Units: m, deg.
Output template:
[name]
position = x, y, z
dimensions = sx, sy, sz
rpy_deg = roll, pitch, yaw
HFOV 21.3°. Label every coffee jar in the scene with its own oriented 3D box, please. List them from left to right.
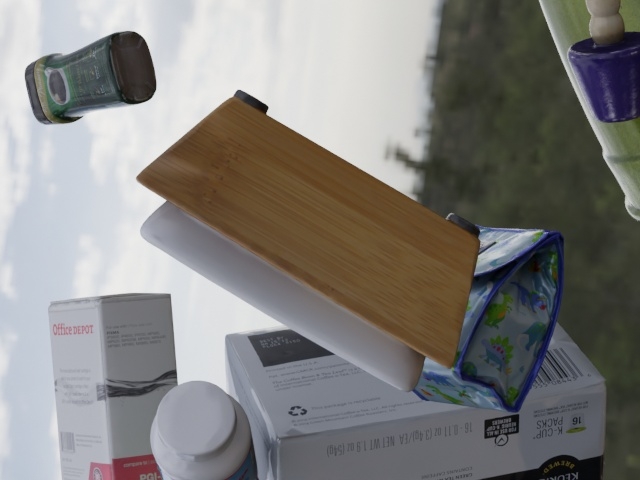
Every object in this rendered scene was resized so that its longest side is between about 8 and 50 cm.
[coffee jar]
position = -0.301, -0.207, 2.206
dimensions = 0.079, 0.184, 0.096
rpy_deg = -17, -85, -50

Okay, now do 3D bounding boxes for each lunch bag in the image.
[lunch bag]
position = 0.127, 0.055, 1.405
dimensions = 0.129, 0.096, 0.151
rpy_deg = 3, 61, 56

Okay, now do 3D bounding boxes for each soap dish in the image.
[soap dish]
position = 0.000, 0.000, 1.190
dimensions = 0.118, 0.229, 0.291
rpy_deg = -60, -2, 1

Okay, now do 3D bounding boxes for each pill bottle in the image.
[pill bottle]
position = -0.101, 0.179, 1.475
dimensions = 0.160, 0.087, 0.087
rpy_deg = 86, -167, -65

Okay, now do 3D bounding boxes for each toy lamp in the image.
[toy lamp]
position = 0.238, -0.236, 1.448
dimensions = 0.080, 0.080, 0.274
rpy_deg = -72, -27, -68

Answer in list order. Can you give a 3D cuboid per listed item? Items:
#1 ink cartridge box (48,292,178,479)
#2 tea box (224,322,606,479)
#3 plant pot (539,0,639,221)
[ink cartridge box]
position = -0.222, 0.167, 1.844
dimensions = 0.158, 0.092, 0.218
rpy_deg = -7, 89, 61
[tea box]
position = 0.090, 0.253, 1.702
dimensions = 0.220, 0.329, 0.323
rpy_deg = -122, 27, -60
[plant pot]
position = 0.380, -0.268, 1.770
dimensions = 0.353, 0.366, 0.366
rpy_deg = 54, -165, -10
